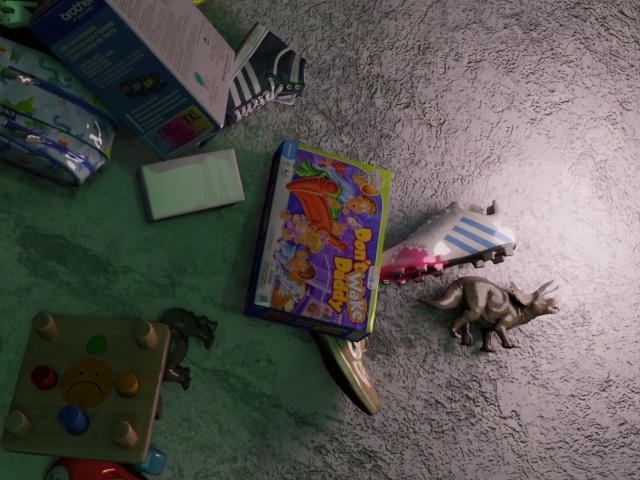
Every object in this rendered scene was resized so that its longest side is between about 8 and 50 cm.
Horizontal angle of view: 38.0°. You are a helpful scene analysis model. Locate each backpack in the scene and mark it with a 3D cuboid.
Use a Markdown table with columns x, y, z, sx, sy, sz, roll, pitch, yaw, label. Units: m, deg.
| x | y | z | sx | sy | sz | roll | pitch | yaw | label |
| --- | --- | --- | --- | --- | --- | --- | --- | --- | --- |
| -0.521 | -0.239 | 1.611 | 0.356 | 0.290 | 0.273 | 7 | 85 | -42 | backpack |

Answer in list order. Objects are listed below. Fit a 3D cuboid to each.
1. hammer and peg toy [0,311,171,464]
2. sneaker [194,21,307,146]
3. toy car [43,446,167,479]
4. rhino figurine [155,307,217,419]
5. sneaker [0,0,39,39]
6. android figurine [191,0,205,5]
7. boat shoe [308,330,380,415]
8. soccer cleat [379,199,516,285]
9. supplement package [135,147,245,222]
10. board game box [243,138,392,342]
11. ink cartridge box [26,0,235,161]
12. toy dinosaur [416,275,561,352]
| x | y | z | sx | sy | sz | roll | pitch | yaw | label |
| --- | --- | --- | --- | --- | --- | --- | --- | --- | --- |
| -0.460 | 0.258 | 1.628 | 0.362 | 0.127 | 0.265 | 3 | 62 | 5 | hammer and peg toy |
| -0.132 | -0.275 | 1.813 | 0.153 | 0.099 | 0.282 | 32 | 76 | -10 | sneaker |
| -0.382 | 0.462 | 1.627 | 0.210 | 0.238 | 0.219 | 25 | 80 | -13 | toy car |
| -0.293 | 0.238 | 1.752 | 0.106 | 0.073 | 0.243 | 31 | 80 | -16 | rhino figurine |
| -0.596 | -0.440 | 1.676 | 0.331 | 0.122 | 0.146 | 24 | 79 | -13 | sneaker |
| -0.289 | -0.554 | 1.780 | 0.248 | 0.056 | 0.272 | -2 | 86 | -31 | android figurine |
| 0.048 | 0.200 | 1.836 | 0.098 | 0.109 | 0.302 | -30 | 89 | -16 | boat shoe |
| 0.242 | -0.001 | 1.911 | 0.331 | 0.116 | 0.143 | -10 | 74 | -19 | soccer cleat |
| -0.249 | -0.103 | 1.766 | 0.179 | 0.105 | 0.105 | -12 | 91 | -17 | supplement package |
| 0.000 | 0.000 | 1.795 | 0.233 | 0.078 | 0.347 | 15 | 65 | -15 | board game box |
| -0.331 | -0.369 | 1.599 | 0.151 | 0.270 | 0.395 | -26 | 125 | 21 | ink cartridge box |
| 0.335 | 0.140 | 1.932 | 0.314 | 0.121 | 0.160 | 13 | 71 | -10 | toy dinosaur |
